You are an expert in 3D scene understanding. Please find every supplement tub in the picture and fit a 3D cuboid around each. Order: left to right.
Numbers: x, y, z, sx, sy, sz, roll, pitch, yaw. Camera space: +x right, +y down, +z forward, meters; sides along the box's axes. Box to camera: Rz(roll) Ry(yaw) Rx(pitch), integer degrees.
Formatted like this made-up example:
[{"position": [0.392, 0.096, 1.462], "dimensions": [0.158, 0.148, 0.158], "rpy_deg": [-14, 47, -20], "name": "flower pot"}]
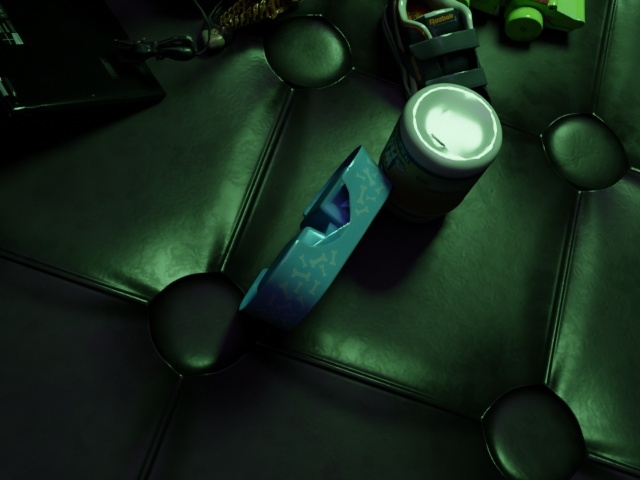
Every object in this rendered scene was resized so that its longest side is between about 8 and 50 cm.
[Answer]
[{"position": [0.166, -0.120, 1.108], "dimensions": [0.144, 0.200, 0.144], "rpy_deg": [4, 67, -9], "name": "supplement tub"}]

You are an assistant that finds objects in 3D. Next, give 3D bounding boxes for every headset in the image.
[{"position": [-0.235, -0.465, 1.173], "dimensions": [0.185, 0.243, 0.394], "rpy_deg": [-6, 78, 7], "name": "headset"}]

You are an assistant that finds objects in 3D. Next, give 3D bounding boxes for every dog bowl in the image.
[{"position": [0.000, 0.000, 1.057], "dimensions": [0.074, 0.166, 0.297], "rpy_deg": [38, 66, -7], "name": "dog bowl"}]

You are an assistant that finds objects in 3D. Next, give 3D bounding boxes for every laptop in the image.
[{"position": [-0.532, -0.271, 1.147], "dimensions": [0.408, 0.236, 0.382], "rpy_deg": [-20, 71, -47], "name": "laptop"}]

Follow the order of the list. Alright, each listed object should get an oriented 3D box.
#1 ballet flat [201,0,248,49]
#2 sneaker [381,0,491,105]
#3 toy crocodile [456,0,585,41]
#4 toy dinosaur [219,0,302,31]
[{"position": [-0.149, -0.385, 1.243], "dimensions": [0.057, 0.049, 0.173], "rpy_deg": [25, 66, 2], "name": "ballet flat"}, {"position": [0.196, -0.290, 1.226], "dimensions": [0.126, 0.127, 0.321], "rpy_deg": [-20, 74, -19], "name": "sneaker"}, {"position": [0.305, -0.441, 1.317], "dimensions": [0.340, 0.105, 0.115], "rpy_deg": [15, 66, -4], "name": "toy crocodile"}, {"position": [-0.055, -0.446, 1.193], "dimensions": [0.164, 0.218, 0.322], "rpy_deg": [2, 56, 9], "name": "toy dinosaur"}]
